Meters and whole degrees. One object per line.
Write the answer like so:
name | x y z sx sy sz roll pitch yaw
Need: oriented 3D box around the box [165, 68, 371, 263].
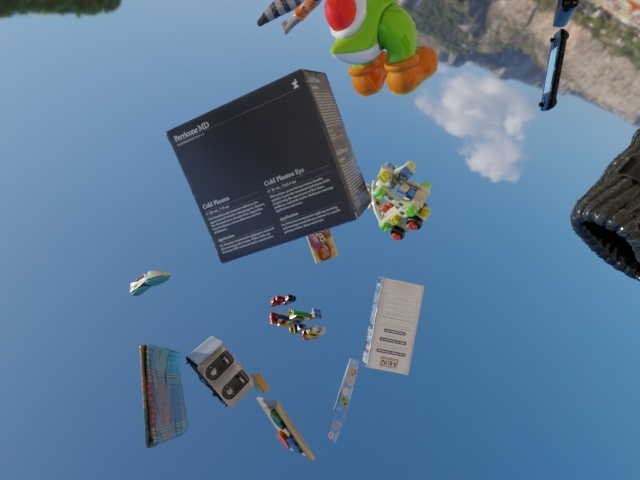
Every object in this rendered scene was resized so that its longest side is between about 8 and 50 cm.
box | -0.105 -0.161 1.055 0.313 0.342 0.179 69 -160 -11

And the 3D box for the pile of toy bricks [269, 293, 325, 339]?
pile of toy bricks | -0.095 0.254 1.520 0.212 0.105 0.118 21 -134 -37

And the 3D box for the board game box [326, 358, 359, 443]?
board game box | 0.073 0.507 1.516 0.039 0.160 0.211 17 -151 7

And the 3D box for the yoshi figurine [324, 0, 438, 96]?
yoshi figurine | 0.071 -0.427 0.753 0.362 0.203 0.203 56 -164 -37

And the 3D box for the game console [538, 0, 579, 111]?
game console | 0.613 -0.520 1.215 0.043 0.362 0.213 9 -167 19

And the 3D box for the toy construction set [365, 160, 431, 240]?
toy construction set | 0.217 -0.119 1.444 0.215 0.327 0.151 37 -101 -6

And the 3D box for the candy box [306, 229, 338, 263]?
candy box | 0.000 0.000 2.173 0.109 0.053 0.187 -19 -89 -6

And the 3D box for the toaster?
toaster | -0.298 0.384 1.396 0.110 0.185 0.168 -40 -74 -24

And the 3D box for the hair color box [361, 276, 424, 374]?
hair color box | 0.281 0.330 1.856 0.173 0.348 0.105 12 174 -6

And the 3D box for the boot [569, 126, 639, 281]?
boot | 0.559 -0.031 0.681 0.347 0.131 0.260 33 -99 6

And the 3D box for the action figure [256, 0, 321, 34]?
action figure | 0.026 -0.572 1.128 0.341 0.329 0.179 58 -142 -41

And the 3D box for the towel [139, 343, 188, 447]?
towel | -0.457 0.450 1.405 0.040 0.370 0.272 -9 -106 -6

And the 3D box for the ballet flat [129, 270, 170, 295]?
ballet flat | -0.544 0.123 1.499 0.057 0.168 0.053 27 -138 -57

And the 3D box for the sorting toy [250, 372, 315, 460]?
sorting toy | -0.146 0.556 1.505 0.041 0.229 0.307 -34 -88 -25
